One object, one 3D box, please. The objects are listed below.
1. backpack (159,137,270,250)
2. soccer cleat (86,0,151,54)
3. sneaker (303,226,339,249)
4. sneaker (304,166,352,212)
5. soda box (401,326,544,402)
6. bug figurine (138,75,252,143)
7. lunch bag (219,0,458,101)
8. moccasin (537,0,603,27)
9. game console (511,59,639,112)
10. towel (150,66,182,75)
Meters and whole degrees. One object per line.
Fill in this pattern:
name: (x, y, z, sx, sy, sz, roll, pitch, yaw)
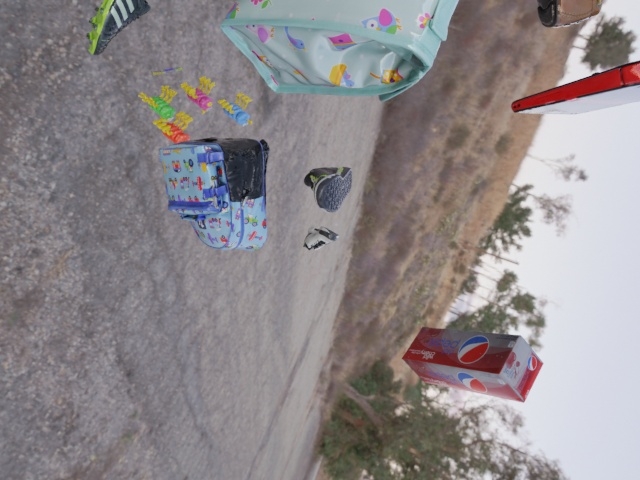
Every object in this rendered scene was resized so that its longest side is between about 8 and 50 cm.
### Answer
backpack: (-0.153, -0.062, 0.782, 0.117, 0.158, 0.173, -18, 112, -41)
soccer cleat: (-0.329, -0.381, 0.872, 0.072, 0.060, 0.179, 15, 119, -42)
sneaker: (0.000, 0.000, 1.010, 0.043, 0.040, 0.109, -63, -162, -13)
sneaker: (0.005, -0.119, 1.190, 0.235, 0.097, 0.084, -43, 138, -69)
soda box: (0.283, 0.233, 1.016, 0.092, 0.083, 0.263, -51, -161, -24)
bug figurine: (-0.322, -0.327, 1.349, 0.279, 0.216, 0.072, -30, 152, -36)
lunch bag: (0.051, -0.293, 0.626, 0.160, 0.262, 0.223, 43, 67, -52)
moccasin: (0.502, -0.633, 1.049, 0.139, 0.147, 0.380, -99, 172, -73)
game console: (0.746, -0.392, 1.378, 0.387, 0.342, 0.060, -10, 95, -40)
towel: (-0.413, -0.455, 1.408, 0.060, 0.083, 0.009, -130, -152, -63)
